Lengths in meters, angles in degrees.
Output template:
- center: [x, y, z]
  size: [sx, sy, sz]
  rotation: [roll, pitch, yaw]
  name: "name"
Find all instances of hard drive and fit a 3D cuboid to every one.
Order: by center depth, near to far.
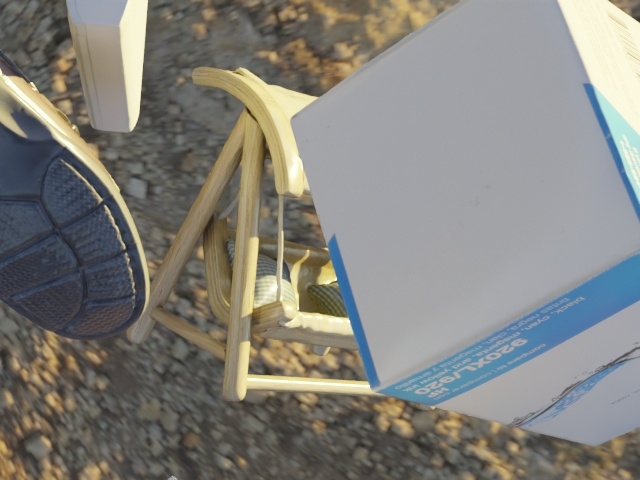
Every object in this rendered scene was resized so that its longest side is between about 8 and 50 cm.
- center: [-0.136, -0.202, 1.085]
  size: [0.040, 0.307, 0.203]
  rotation: [4, 82, -5]
  name: "hard drive"

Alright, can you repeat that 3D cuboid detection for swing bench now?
- center: [0.000, 0.000, 1.415]
  size: [0.253, 0.165, 0.254]
  rotation: [8, 102, -45]
  name: "swing bench"

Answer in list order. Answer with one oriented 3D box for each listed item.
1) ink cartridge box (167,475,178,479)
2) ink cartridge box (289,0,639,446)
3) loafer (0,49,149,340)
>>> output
- center: [-0.074, 0.195, 0.767]
  size: [0.198, 0.115, 0.067]
  rotation: [-42, 133, -5]
  name: "ink cartridge box"
- center: [0.134, -0.008, 0.875]
  size: [0.233, 0.168, 0.171]
  rotation: [20, 46, -50]
  name: "ink cartridge box"
- center: [-0.193, -0.063, 0.968]
  size: [0.109, 0.095, 0.302]
  rotation: [-23, 131, 14]
  name: "loafer"
